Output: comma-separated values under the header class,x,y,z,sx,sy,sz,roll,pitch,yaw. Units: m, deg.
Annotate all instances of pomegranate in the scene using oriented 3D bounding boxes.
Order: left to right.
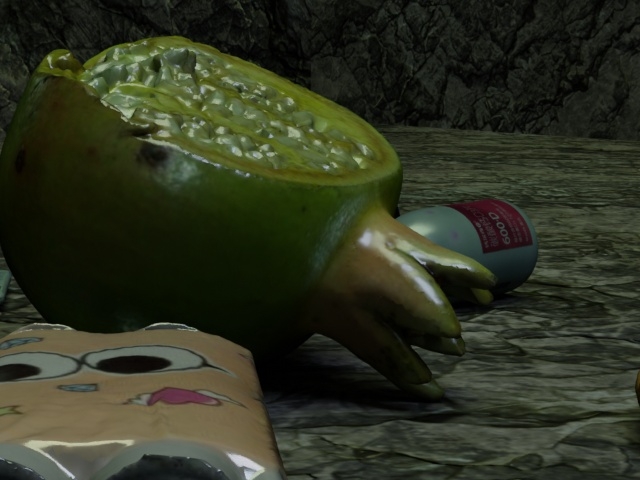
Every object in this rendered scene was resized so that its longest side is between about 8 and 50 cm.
class,x,y,z,sx,sy,sz,roll,pitch,yaw
pomegranate,-0.064,0.010,1.035,0.358,0.216,0.310,34,18,13

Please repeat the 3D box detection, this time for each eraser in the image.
class,x,y,z,sx,sy,sz,roll,pitch,yaw
eraser,-0.108,0.104,0.715,0.171,0.087,0.290,-1,8,-5

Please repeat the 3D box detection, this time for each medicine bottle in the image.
class,x,y,z,sx,sy,sz,roll,pitch,yaw
medicine bottle,0.099,0.015,1.324,0.090,0.090,0.217,9,12,43

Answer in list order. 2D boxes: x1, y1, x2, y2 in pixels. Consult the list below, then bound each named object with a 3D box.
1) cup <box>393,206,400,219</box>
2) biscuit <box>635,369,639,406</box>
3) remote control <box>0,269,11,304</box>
class,x,y,z,sx,sy,sz,roll,pitch,yaw
cup,-0.006,0.006,1.405,0.138,0.150,0.113,5,44,39
biscuit,0.358,0.091,0.883,0.334,0.081,0.289,3,7,18
remote control,-0.309,0.044,1.341,0.053,0.017,0.124,-1,8,-7
